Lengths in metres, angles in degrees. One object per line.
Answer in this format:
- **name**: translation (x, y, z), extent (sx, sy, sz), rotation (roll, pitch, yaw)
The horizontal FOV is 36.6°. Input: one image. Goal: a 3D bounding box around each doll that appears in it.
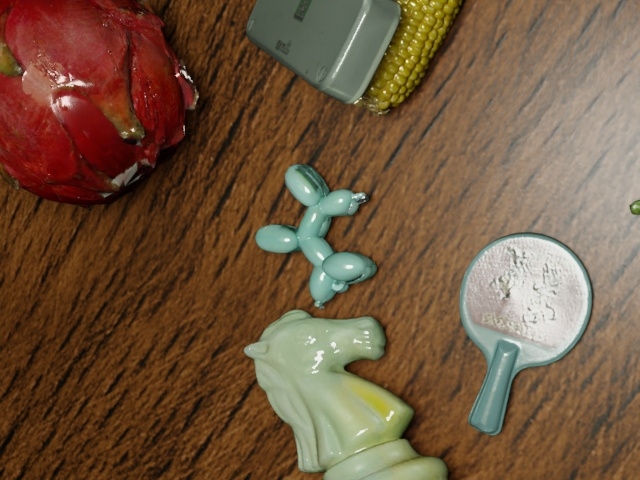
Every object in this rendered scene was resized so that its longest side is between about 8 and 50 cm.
- **doll**: translation (0.000, 0.000, 1.215), extent (0.158, 0.059, 0.159), rotation (26, 101, 21)

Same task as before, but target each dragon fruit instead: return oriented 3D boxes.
- **dragon fruit**: translation (-0.315, -0.192, 1.229), extent (0.302, 0.295, 0.295), rotation (46, 110, -1)

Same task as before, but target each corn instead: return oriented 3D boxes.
- **corn**: translation (0.118, -0.290, 1.129), extent (0.106, 0.106, 0.305), rotation (34, 102, 18)

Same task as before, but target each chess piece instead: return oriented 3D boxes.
- **chess piece**: translation (0.030, 0.211, 1.181), extent (0.175, 0.175, 0.298), rotation (-35, 66, 21)

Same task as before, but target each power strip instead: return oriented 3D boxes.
- **power strip**: translation (0.013, -0.282, 1.122), extent (0.194, 0.059, 0.265), rotation (-63, 33, 14)

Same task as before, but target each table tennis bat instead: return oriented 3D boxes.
- **table tennis bat**: translation (0.227, 0.110, 1.137), extent (0.153, 0.040, 0.244), rotation (19, 96, 21)

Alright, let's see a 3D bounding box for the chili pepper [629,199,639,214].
- **chili pepper**: translation (0.454, -0.073, 0.994), extent (0.270, 0.099, 0.136), rotation (-22, 109, 17)
